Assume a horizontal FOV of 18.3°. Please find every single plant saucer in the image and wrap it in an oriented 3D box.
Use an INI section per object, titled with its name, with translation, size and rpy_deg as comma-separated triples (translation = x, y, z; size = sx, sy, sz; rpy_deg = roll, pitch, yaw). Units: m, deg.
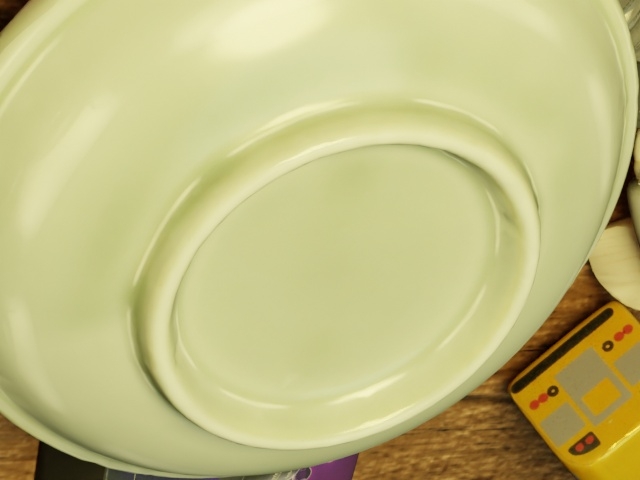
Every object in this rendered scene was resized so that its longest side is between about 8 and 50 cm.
[plant saucer]
translation = 0.000, 0.000, 1.029
size = 0.400, 0.100, 0.400
rpy_deg = -13, 132, -15

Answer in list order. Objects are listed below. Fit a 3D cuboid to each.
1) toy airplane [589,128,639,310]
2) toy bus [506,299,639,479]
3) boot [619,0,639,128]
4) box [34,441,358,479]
[toy airplane]
translation = 0.375, -0.010, 1.219
size = 0.272, 0.384, 0.386
rpy_deg = -2, 133, -50
[toy bus]
translation = 0.260, 0.170, 1.488
size = 0.108, 0.130, 0.332
rpy_deg = -41, 137, 3
[boot]
translation = 0.129, -0.194, 1.124
size = 0.338, 0.118, 0.223
rpy_deg = 3, 117, -44
[box]
translation = -0.085, 0.168, 1.278
size = 0.184, 0.103, 0.261
rpy_deg = -7, 129, -26
